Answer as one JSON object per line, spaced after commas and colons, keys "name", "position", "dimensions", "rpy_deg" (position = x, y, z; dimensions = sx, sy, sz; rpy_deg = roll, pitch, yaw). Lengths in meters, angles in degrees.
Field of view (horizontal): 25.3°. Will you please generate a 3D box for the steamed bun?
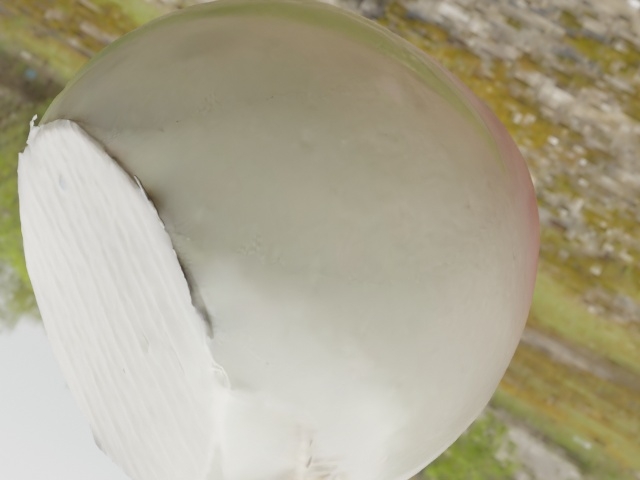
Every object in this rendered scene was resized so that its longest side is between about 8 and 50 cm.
{"name": "steamed bun", "position": [0.000, 0.000, 0.827], "dimensions": [0.309, 0.309, 0.309], "rpy_deg": [30, 175, 3]}
